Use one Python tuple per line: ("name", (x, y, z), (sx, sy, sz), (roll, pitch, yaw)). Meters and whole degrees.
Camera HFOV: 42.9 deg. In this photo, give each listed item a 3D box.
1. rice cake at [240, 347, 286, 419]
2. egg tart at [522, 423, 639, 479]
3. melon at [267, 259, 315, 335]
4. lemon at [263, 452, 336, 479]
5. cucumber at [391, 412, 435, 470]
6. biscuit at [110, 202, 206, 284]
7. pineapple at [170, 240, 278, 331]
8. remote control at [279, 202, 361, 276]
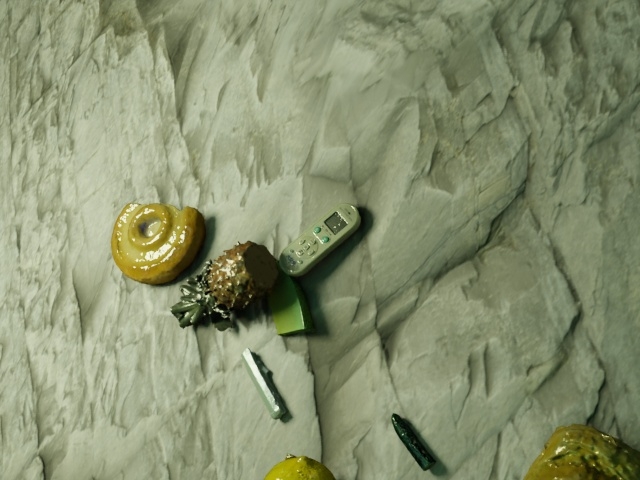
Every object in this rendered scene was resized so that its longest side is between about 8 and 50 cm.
("rice cake", (-0.128, 0.322, 1.848), (0.042, 0.030, 0.180), (-41, 60, 15))
("egg tart", (0.465, 0.523, 1.410), (0.339, 0.153, 0.351), (41, 95, 28))
("melon", (-0.092, 0.125, 1.900), (0.114, 0.053, 0.262), (-48, 53, 27))
("lemon", (-0.041, 0.538, 1.652), (0.173, 0.173, 0.206), (-16, 82, 22))
("cucumber", (0.183, 0.407, 1.660), (0.032, 0.032, 0.133), (-43, 60, 8))
("biscuit", (-0.424, 0.006, 2.073), (0.274, 0.091, 0.213), (0, 71, 25))
("pineapple", (-0.233, 0.121, 1.905), (0.310, 0.141, 0.170), (-29, 78, 38))
("remote control", (0.000, 0.000, 1.869), (0.221, 0.042, 0.078), (-40, 59, -2))
